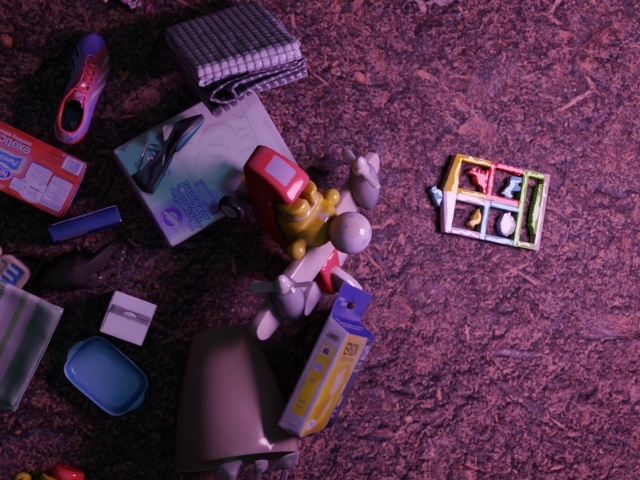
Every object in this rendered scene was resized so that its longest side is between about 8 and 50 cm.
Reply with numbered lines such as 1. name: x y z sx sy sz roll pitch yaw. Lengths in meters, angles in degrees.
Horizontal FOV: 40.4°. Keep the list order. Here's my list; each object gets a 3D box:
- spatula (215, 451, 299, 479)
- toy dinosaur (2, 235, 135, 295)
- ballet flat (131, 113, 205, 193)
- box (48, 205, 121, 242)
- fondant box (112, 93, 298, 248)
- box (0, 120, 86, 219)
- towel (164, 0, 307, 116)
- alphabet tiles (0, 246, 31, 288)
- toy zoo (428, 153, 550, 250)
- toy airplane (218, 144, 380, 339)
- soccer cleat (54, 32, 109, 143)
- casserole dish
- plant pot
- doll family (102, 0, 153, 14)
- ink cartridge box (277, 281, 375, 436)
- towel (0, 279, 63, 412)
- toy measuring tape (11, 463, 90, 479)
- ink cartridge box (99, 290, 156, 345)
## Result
1. spatula: -0.136 0.496 1.823 0.168 0.242 0.019 -10 60 -14
2. toy dinosaur: -0.489 0.062 1.756 0.160 0.314 0.120 -23 107 -52
3. ballet flat: -0.319 -0.192 1.787 0.074 0.074 0.203 36 82 -10
4. box: -0.474 -0.029 1.753 0.137 0.225 0.036 -18 91 -14
5. fondant box: -0.245 -0.166 1.886 0.330 0.096 0.238 -32 95 -13
6. box: -0.620 -0.152 1.775 0.257 0.123 0.128 26 81 -11
7. towel: -0.179 -0.387 1.831 0.235 0.283 0.121 -20 130 -15
8. alphabet tiles: -0.710 0.125 1.738 0.278 0.021 0.284 39 102 -8
9. toy zoo: 0.399 -0.094 2.078 0.293 0.030 0.192 12 84 -14
10. toy airplane: 0.000 0.000 1.804 0.385 0.273 0.385 -3 95 -47
11. soccer cleat: -0.500 -0.321 1.828 0.083 0.095 0.247 17 84 -13
12. casserole dish: -0.453 0.285 1.840 0.188 0.037 0.114 43 78 -9
13. plant pot: -0.188 0.324 1.817 0.257 0.256 0.273 -3 71 -14
14. doll family: -0.392 -0.624 1.878 0.163 0.118 0.263 32 98 -17
15. ink cartridge box: 0.038 0.251 1.817 0.072 0.303 0.307 28 89 17
16. towel: -0.707 0.173 1.717 0.325 0.038 0.247 26 101 -5
17. toy measuring tape: -0.470 0.537 1.784 0.330 0.121 0.121 19 83 -13
18. ink cartridge box: -0.401 0.160 1.804 0.092 0.143 0.089 21 82 -12
